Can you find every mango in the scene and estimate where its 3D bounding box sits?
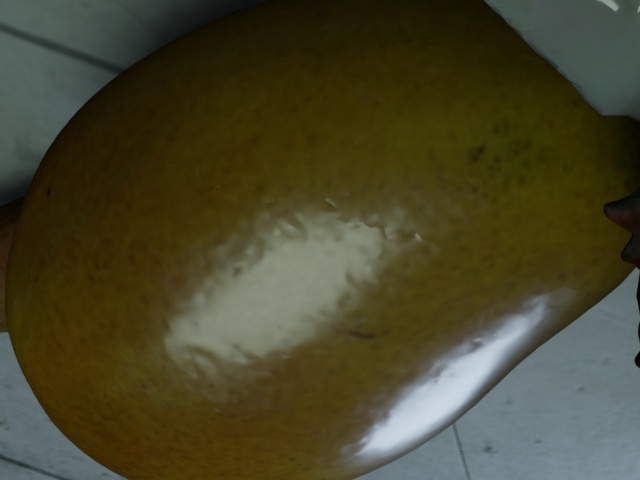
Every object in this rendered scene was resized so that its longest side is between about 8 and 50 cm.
[{"bbox_3d":[0.000,0.000,0.657,0.378,0.221,0.264,-24,119,24],"label":"mango"}]

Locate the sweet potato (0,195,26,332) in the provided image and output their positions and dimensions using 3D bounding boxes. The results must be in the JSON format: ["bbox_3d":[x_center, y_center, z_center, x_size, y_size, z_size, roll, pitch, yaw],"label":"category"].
[{"bbox_3d":[-0.254,0.021,0.849,0.292,0.097,0.097,-5,133,24],"label":"sweet potato"}]

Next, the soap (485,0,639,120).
[{"bbox_3d":[0.069,-0.283,0.340,0.435,0.213,0.350,37,135,-19],"label":"soap"}]

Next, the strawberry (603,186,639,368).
[{"bbox_3d":[0.300,0.049,0.490,0.295,0.317,0.345,-39,100,16],"label":"strawberry"}]
